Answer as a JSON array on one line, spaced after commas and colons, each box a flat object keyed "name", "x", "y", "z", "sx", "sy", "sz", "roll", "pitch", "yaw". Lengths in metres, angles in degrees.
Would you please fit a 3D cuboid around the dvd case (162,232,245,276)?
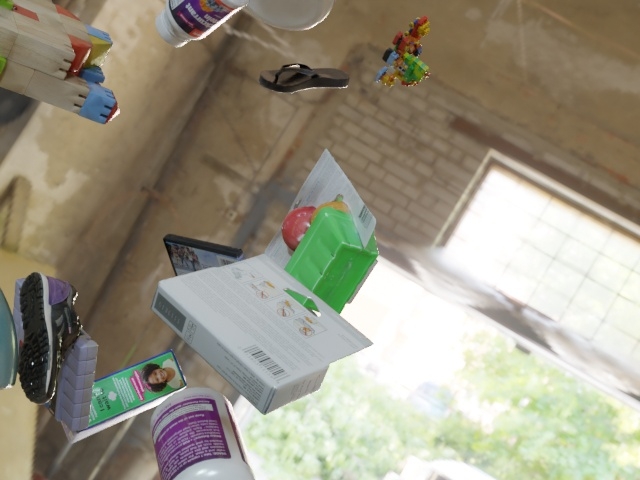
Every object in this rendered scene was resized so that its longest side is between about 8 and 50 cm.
[{"name": "dvd case", "x": -0.204, "y": 0.102, "z": 1.866, "sx": 0.180, "sy": 0.022, "sz": 0.253, "roll": 12, "pitch": -46, "yaw": 29}]

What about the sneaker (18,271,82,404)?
[{"name": "sneaker", "x": -0.553, "y": 0.207, "z": 1.991, "sx": 0.107, "sy": 0.283, "sz": 0.124, "roll": -25, "pitch": -30, "yaw": 35}]

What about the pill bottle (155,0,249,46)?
[{"name": "pill bottle", "x": -0.238, "y": -0.465, "z": 1.872, "sx": 0.193, "sy": 0.108, "sz": 0.108, "roll": -27, "pitch": -48, "yaw": 38}]

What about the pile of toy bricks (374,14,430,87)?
[{"name": "pile of toy bricks", "x": 0.210, "y": -0.410, "z": 2.195, "sx": 0.105, "sy": 0.118, "sz": 0.212, "roll": 41, "pitch": -32, "yaw": 7}]

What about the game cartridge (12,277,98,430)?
[{"name": "game cartridge", "x": -0.632, "y": 0.262, "z": 2.201, "sx": 0.068, "sy": 0.230, "sz": 0.355, "roll": -2, "pitch": 24, "yaw": -41}]

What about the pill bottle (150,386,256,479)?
[{"name": "pill bottle", "x": -0.213, "y": 0.427, "z": 1.748, "sx": 0.169, "sy": 0.169, "sz": 0.301, "roll": 34, "pitch": 16, "yaw": -33}]

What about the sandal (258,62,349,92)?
[{"name": "sandal", "x": -0.044, "y": -0.420, "z": 2.375, "sx": 0.255, "sy": 0.054, "sz": 0.097, "roll": -11, "pitch": 38, "yaw": -30}]

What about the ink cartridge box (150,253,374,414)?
[{"name": "ink cartridge box", "x": -0.090, "y": 0.136, "z": 1.493, "sx": 0.275, "sy": 0.060, "sz": 0.239, "roll": 38, "pitch": 31, "yaw": 28}]

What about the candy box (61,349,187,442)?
[{"name": "candy box", "x": -0.552, "y": 0.431, "z": 2.597, "sx": 0.122, "sy": 0.317, "sz": 0.268, "roll": 64, "pitch": -25, "yaw": 8}]

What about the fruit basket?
[{"name": "fruit basket", "x": 0.000, "y": 0.000, "z": 2.218, "sx": 0.165, "sy": 0.327, "sz": 0.353, "roll": 21, "pitch": 22, "yaw": -26}]

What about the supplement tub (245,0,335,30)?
[{"name": "supplement tub", "x": -0.033, "y": -0.657, "z": 2.110, "sx": 0.241, "sy": 0.331, "sz": 0.241, "roll": 18, "pitch": -33, "yaw": 12}]

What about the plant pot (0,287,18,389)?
[{"name": "plant pot", "x": -0.706, "y": 0.153, "z": 1.787, "sx": 0.290, "sy": 0.195, "sz": 0.290, "roll": 12, "pitch": 1, "yaw": 0}]

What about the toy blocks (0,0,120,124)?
[{"name": "toy blocks", "x": -0.479, "y": -0.338, "z": 1.631, "sx": 0.261, "sy": 0.190, "sz": 0.381, "roll": 18, "pitch": 24, "yaw": -35}]
